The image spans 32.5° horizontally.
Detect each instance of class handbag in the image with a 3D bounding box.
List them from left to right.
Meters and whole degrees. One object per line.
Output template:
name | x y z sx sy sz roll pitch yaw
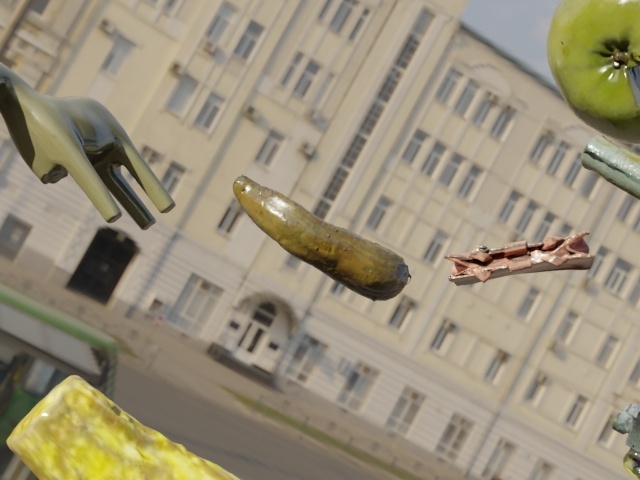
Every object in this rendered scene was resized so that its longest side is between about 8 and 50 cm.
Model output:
handbag | 0.298 0.028 1.644 0.213 0.059 0.157 -9 -5 10

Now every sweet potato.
sweet potato | -0.001 0.000 1.244 0.233 0.062 0.081 30 3 -6

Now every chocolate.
chocolate | -0.071 0.283 0.929 0.445 0.162 0.162 47 -9 -12

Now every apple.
apple | 0.478 -0.285 1.618 0.292 0.292 0.254 26 29 24

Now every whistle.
whistle | 0.479 -0.050 1.456 0.068 0.057 0.326 -9 34 -35

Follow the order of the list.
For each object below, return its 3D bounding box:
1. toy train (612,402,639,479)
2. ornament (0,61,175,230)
toy train | 0.585 0.323 1.691 0.261 0.134 0.177 27 19 22
ornament | -0.279 -0.112 1.163 0.245 0.061 0.230 53 16 3
